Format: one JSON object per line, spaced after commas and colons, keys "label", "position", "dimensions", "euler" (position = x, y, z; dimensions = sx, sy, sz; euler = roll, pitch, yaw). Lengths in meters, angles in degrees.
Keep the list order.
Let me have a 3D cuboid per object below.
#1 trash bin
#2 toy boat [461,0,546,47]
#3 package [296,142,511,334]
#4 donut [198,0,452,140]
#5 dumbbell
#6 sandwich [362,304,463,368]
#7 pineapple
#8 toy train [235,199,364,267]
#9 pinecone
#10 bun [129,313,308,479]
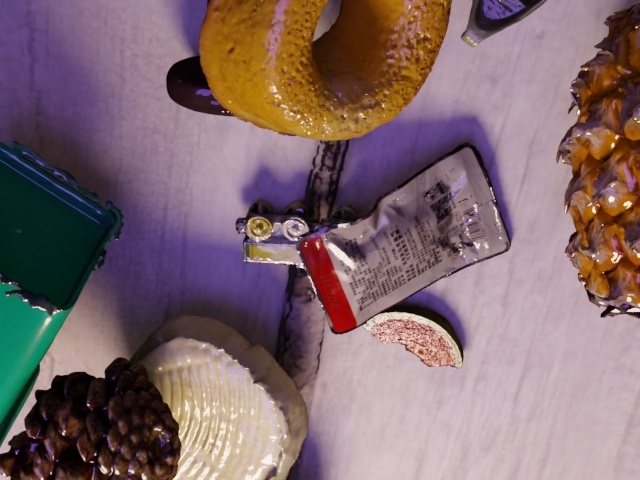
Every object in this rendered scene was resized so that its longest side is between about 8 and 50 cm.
{"label": "trash bin", "position": [-0.426, 0.074, 1.308], "dimensions": [0.295, 0.259, 0.381], "euler": [34, 125, -13]}
{"label": "toy boat", "position": [0.214, -0.281, 1.199], "dimensions": [0.089, 0.071, 0.185], "euler": [38, 113, -9]}
{"label": "package", "position": [0.098, 0.003, 1.313], "dimensions": [0.239, 0.030, 0.154], "euler": [-29, 122, -9]}
{"label": "donut", "position": [0.017, -0.223, 1.154], "dimensions": [0.278, 0.108, 0.277], "euler": [-17, 122, -30]}
{"label": "dumbbell", "position": [-0.093, -0.251, 1.223], "dimensions": [0.140, 0.124, 0.225], "euler": [8, 115, 4]}
{"label": "sandwich", "position": [0.121, 0.114, 1.414], "dimensions": [0.135, 0.029, 0.067], "euler": [25, 121, -5]}
{"label": "pineapple", "position": [0.399, -0.085, 1.136], "dimensions": [0.352, 0.352, 0.300], "euler": [2, 105, 6]}
{"label": "toy train", "position": [0.000, 0.000, 1.361], "dimensions": [0.202, 0.060, 0.081], "euler": [3, 114, 5]}
{"label": "pinecone", "position": [-0.259, 0.231, 1.296], "dimensions": [0.205, 0.184, 0.179], "euler": [-1, 132, 41]}
{"label": "bun", "position": [-0.135, 0.216, 1.425], "dimensions": [0.259, 0.152, 0.259], "euler": [3, 106, 13]}
